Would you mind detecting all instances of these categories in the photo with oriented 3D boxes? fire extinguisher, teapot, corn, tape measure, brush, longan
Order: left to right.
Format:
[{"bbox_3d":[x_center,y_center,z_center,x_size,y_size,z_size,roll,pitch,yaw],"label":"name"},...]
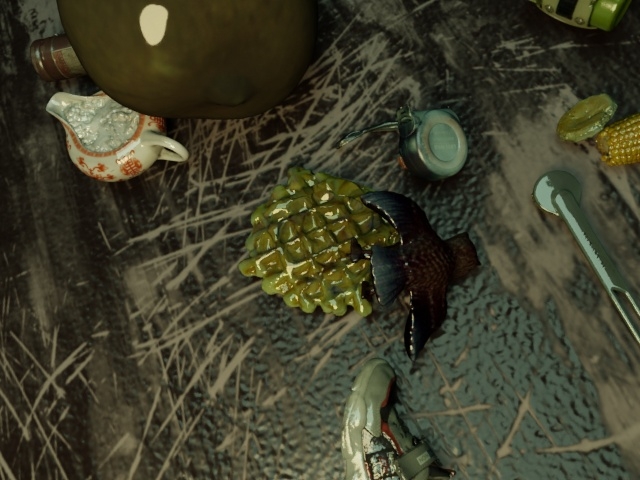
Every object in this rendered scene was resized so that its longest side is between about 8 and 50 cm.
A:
[{"bbox_3d":[-0.367,-0.317,1.036,0.251,0.075,0.106,-7,63,9],"label":"fire extinguisher"},{"bbox_3d":[-0.309,-0.165,0.949,0.245,0.116,0.159,11,60,19],"label":"teapot"},{"bbox_3d":[-0.177,-0.327,0.850,0.360,0.361,0.361,-4,69,11],"label":"longan"},{"bbox_3d":[0.119,-0.130,0.881,0.179,0.104,0.107,-10,90,44],"label":"tape measure"},{"bbox_3d":[0.356,0.026,0.777,0.062,0.027,0.266,-24,70,3],"label":"brush"},{"bbox_3d":[0.469,-0.152,0.793,0.207,0.068,0.068,-18,67,10],"label":"corn"}]

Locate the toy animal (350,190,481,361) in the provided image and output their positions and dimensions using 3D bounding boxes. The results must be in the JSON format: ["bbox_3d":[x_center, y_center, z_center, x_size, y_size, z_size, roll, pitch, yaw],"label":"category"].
[{"bbox_3d":[0.131,0.031,0.755,0.179,0.116,0.219,-14,85,-15],"label":"toy animal"}]

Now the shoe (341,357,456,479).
[{"bbox_3d":[0.091,0.253,0.702,0.125,0.099,0.228,-2,74,20],"label":"shoe"}]

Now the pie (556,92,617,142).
[{"bbox_3d":[0.365,-0.168,0.828,0.084,0.020,0.084,-37,26,22],"label":"pie"}]

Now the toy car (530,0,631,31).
[{"bbox_3d":[0.407,-0.437,0.845,0.145,0.235,0.235,32,79,21],"label":"toy car"}]

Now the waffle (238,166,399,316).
[{"bbox_3d":[-0.001,0.000,0.846,0.223,0.054,0.204,20,76,16],"label":"waffle"}]
